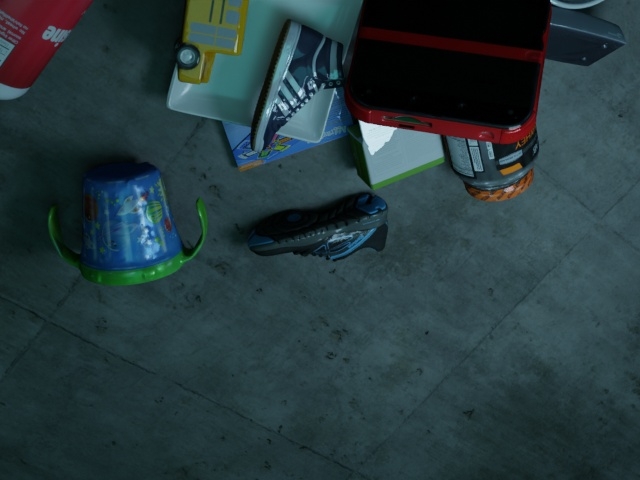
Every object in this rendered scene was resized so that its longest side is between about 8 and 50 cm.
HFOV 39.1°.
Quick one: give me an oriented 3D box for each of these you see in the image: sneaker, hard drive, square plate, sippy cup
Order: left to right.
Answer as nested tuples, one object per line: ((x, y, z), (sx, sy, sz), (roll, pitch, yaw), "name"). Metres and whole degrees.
((-0.420, -0.048, 1.961), (0.305, 0.240, 0.224), (-16, 114, -30), "sippy cup")
((-0.119, -0.404, 1.895), (0.347, 0.049, 0.344), (12, 111, -16), "square plate")
((-0.043, -0.301, 1.875), (0.153, 0.099, 0.282), (15, 108, -15), "sneaker")
((0.000, 0.000, 2.131), (0.340, 0.125, 0.140), (-11, 126, -4), "sneaker")
((0.516, -0.450, 1.972), (0.254, 0.172, 0.054), (9, 80, -14), "hard drive")

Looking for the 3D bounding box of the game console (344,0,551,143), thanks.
((0.259, -0.375, 1.828), (0.386, 0.342, 0.060), (10, 159, 7), "game console")

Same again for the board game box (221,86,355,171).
((-0.071, -0.263, 2.017), (0.281, 0.027, 0.145), (-19, 120, -2), "board game box")

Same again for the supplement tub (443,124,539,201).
((0.371, -0.266, 2.003), (0.207, 0.207, 0.338), (-21, 128, 0), "supplement tub")

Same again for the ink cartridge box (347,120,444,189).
((0.158, -0.268, 2.011), (0.188, 0.097, 0.255), (-22, 122, -11), "ink cartridge box")

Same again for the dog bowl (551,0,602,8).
((0.527, -0.626, 1.883), (0.265, 0.104, 0.265), (-5, 114, -12), "dog bowl")

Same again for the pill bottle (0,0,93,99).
((-0.597, -0.417, 1.689), (0.229, 0.229, 0.408), (34, 108, -27), "pill bottle")

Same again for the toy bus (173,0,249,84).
((-0.207, -0.474, 1.761), (0.130, 0.108, 0.333), (6, 110, -13), "toy bus")
